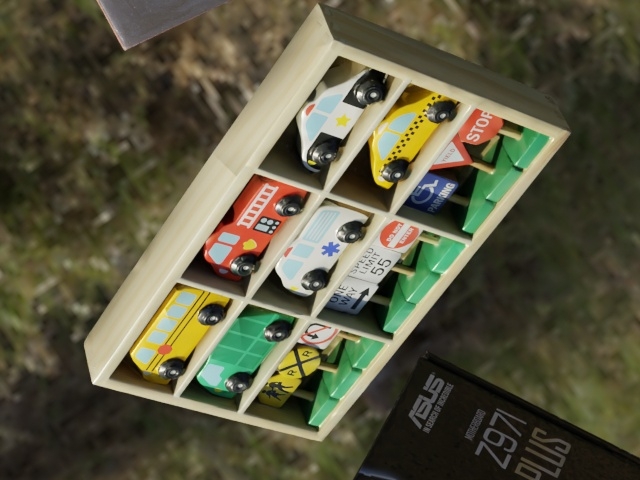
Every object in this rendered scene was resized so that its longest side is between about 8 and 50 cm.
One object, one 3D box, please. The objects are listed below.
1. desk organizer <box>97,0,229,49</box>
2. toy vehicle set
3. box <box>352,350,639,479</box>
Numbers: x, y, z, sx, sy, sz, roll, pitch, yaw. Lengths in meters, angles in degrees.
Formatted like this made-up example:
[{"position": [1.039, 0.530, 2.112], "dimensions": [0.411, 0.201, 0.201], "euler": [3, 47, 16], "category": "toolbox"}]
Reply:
[{"position": [-0.025, -0.126, 0.708], "dimensions": [0.130, 0.047, 0.050], "euler": [-24, -150, 7], "category": "desk organizer"}, {"position": [0.000, 0.000, 1.094], "dimensions": [0.166, 0.035, 0.267], "euler": [17, 125, -31], "category": "toy vehicle set"}, {"position": [0.069, 0.155, 0.814], "dimensions": [0.180, 0.147, 0.077], "euler": [-55, 169, -48], "category": "box"}]
